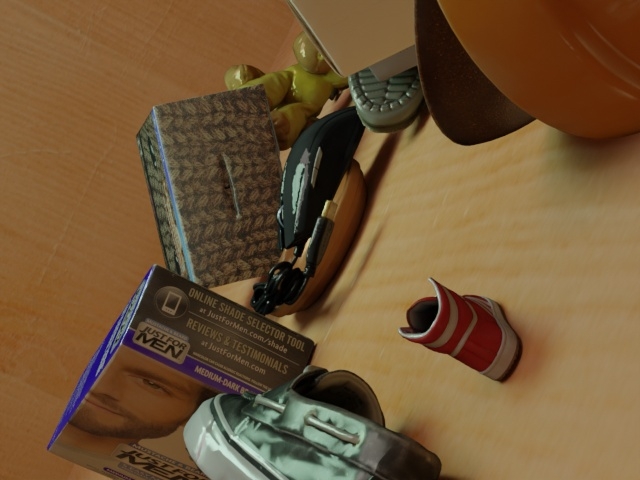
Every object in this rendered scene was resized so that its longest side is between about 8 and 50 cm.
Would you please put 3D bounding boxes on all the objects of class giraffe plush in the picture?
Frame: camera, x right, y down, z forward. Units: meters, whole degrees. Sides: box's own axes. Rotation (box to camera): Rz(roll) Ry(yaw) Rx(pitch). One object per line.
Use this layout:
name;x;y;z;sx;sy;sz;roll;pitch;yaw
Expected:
giraffe plush;-0.009;-0.231;1.723;0.170;0.181;0.210;-47;-18;24

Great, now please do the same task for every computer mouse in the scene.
computer mouse;-0.015;-0.047;1.273;0.262;0.060;0.184;-65;10;-11

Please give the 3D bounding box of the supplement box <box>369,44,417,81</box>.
supplement box;0.114;-0.283;1.266;0.130;0.073;0.239;-21;33;29

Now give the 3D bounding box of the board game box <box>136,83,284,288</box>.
board game box;-0.140;-0.060;1.582;0.291;0.141;0.232;169;88;-77

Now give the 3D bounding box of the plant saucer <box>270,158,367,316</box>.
plant saucer;0.000;0.000;1.351;0.200;0.037;0.200;-59;12;21

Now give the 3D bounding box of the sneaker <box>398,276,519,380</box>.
sneaker;0.080;0.048;0.761;0.042;0.067;0.118;-62;11;5

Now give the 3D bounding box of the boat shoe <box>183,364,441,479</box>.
boat shoe;0.002;0.149;0.830;0.119;0.121;0.335;-56;21;-6

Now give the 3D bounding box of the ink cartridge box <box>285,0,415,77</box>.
ink cartridge box;0.083;-0.302;1.132;0.207;0.117;0.283;-23;32;22

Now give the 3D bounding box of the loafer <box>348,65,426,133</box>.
loafer;0.086;-0.192;1.327;0.251;0.094;0.087;-80;-19;-48

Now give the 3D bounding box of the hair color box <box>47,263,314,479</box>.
hair color box;-0.162;0.174;1.304;0.339;0.185;0.110;-50;17;52

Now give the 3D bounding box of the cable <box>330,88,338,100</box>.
cable;0.051;-0.361;1.896;0.287;0.072;0.139;-63;5;2

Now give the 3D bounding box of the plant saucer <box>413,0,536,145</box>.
plant saucer;0.147;-0.206;0.752;0.310;0.050;0.311;-44;-37;-47

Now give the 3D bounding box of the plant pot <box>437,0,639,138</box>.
plant pot;0.176;-0.167;0.535;0.188;0.205;0.205;-18;44;54
